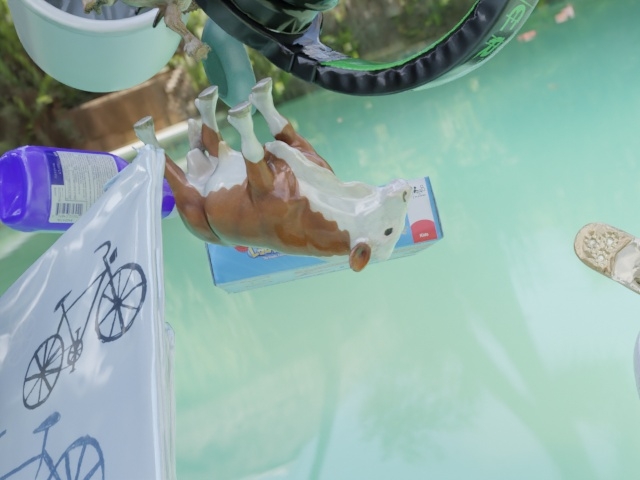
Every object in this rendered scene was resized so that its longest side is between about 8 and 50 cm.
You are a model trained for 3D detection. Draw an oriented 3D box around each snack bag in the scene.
[{"bbox_3d":[-0.210,0.136,0.843,0.323,0.037,0.342,-39,43,33],"label":"snack bag"}]

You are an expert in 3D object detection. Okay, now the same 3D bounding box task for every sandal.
[{"bbox_3d":[0.391,0.033,1.244,0.240,0.088,0.079,23,2,37],"label":"sandal"}]

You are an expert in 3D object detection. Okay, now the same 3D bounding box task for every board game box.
[{"bbox_3d":[0.000,0.000,1.538,0.308,0.086,0.302,-12,-5,-3],"label":"board game box"}]

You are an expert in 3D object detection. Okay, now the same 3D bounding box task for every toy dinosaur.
[{"bbox_3d":[-0.240,-0.341,1.392,0.295,0.127,0.200,14,17,-33],"label":"toy dinosaur"}]

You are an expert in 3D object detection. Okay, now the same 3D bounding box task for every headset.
[{"bbox_3d":[-0.005,-0.261,0.758,0.394,0.243,0.185,33,27,23],"label":"headset"}]

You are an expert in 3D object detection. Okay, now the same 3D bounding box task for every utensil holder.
[{"bbox_3d":[-0.354,-0.430,1.727,0.327,0.327,0.385,-23,-2,-15],"label":"utensil holder"}]

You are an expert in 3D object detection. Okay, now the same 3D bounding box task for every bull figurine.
[{"bbox_3d":[-0.054,-0.057,1.050,0.310,0.188,0.101,-2,31,48],"label":"bull figurine"}]

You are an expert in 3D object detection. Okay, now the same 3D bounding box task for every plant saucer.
[{"bbox_3d":[-0.172,-0.307,1.907,0.037,0.195,0.195,-23,11,-20],"label":"plant saucer"}]

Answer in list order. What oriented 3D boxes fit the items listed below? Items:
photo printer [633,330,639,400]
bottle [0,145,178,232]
[{"bbox_3d":[0.555,0.257,1.478,0.107,0.307,0.256,-43,21,28],"label":"photo printer"},{"bbox_3d":[-0.319,-0.068,1.531,0.092,0.118,0.283,-8,-5,41],"label":"bottle"}]
